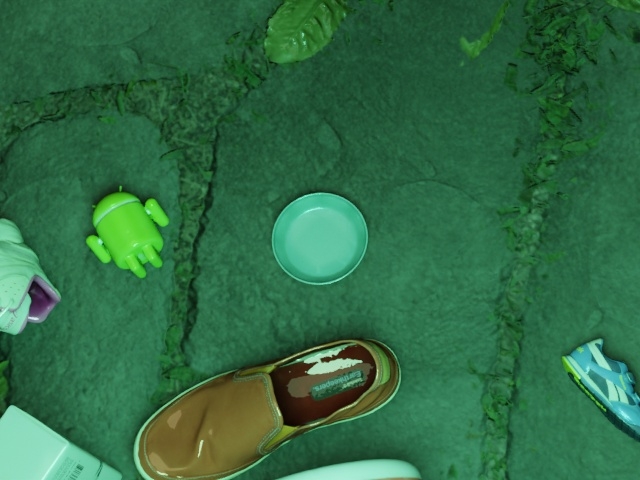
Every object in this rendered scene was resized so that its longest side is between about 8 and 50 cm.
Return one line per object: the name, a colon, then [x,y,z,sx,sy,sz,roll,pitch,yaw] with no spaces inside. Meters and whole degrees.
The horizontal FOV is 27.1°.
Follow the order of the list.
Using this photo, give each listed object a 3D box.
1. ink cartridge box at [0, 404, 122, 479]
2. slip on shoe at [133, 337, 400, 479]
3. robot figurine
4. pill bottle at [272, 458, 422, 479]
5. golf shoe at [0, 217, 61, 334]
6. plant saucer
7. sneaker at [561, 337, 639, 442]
ink cartridge box: [-0.323,0.288,1.486,0.086,0.208,0.153,30,77,18]
slip on shoe: [-0.066,0.194,1.544,0.331,0.101,0.123,-20,72,1]
robot figurine: [-0.240,-0.011,1.650,0.101,0.067,0.115,-33,71,0]
pill bottle: [0.042,0.430,1.394,0.210,0.210,0.363,-13,70,2]
golf shoe: [-0.410,0.053,1.537,0.140,0.306,0.115,45,111,10]
plant saucer: [0.000,0.000,1.642,0.119,0.021,0.119,-2,72,5]
sneaker: [0.344,0.173,1.528,0.059,0.053,0.144,-38,73,-9]
